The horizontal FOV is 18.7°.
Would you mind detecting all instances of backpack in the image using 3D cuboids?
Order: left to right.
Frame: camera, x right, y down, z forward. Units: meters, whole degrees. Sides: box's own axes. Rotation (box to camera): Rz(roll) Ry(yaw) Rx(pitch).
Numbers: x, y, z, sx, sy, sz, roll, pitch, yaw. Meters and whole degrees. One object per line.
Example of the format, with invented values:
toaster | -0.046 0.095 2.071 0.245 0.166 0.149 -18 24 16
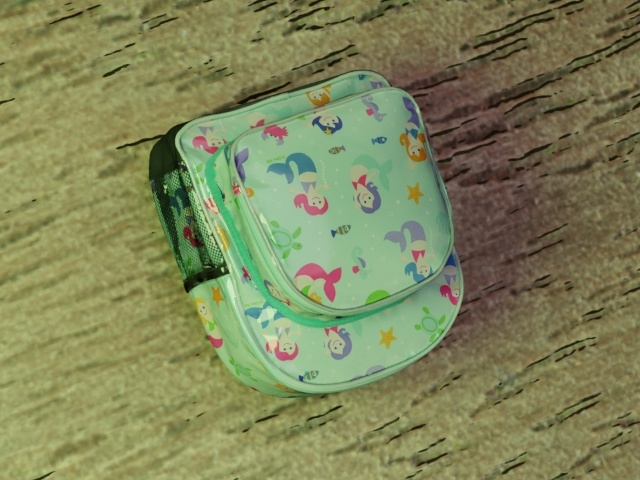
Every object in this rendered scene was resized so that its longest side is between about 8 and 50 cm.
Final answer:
backpack | 0.000 0.000 1.606 0.225 0.191 0.253 -18 94 -25
